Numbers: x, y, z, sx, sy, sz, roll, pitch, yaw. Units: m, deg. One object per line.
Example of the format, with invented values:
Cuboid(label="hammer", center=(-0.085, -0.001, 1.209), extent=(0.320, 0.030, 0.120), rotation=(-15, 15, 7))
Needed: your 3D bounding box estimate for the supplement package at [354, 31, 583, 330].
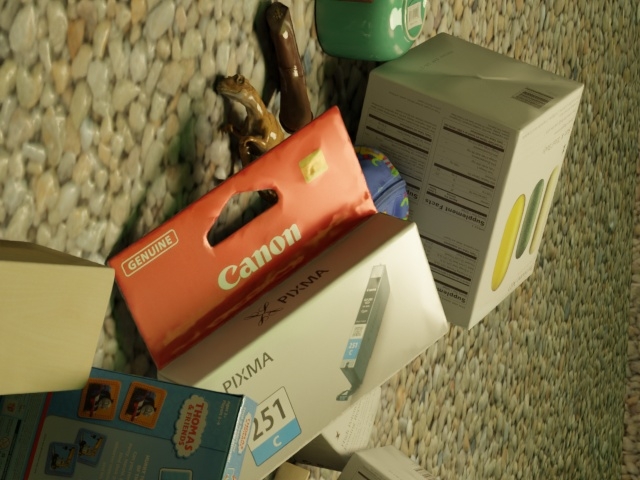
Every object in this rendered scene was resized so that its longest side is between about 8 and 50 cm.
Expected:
Cuboid(label="supplement package", center=(0.160, -0.075, 1.973), extent=(0.199, 0.198, 0.263), rotation=(-34, 142, -54))

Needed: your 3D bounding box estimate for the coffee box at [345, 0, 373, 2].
Cuboid(label="coffee box", center=(0.013, -0.384, 1.714), extent=(0.141, 0.098, 0.247), rotation=(23, 76, -67))

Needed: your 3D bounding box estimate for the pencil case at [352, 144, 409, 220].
Cuboid(label="pencil case", center=(0.000, 0.000, 1.788), extent=(0.306, 0.133, 0.119), rotation=(-46, 118, -57))

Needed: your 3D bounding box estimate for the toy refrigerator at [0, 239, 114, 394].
Cuboid(label="toy refrigerator", center=(-0.264, 0.052, 1.209), extent=(0.269, 0.094, 0.102), rotation=(6, 99, -68))

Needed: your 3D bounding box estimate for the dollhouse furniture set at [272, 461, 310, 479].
Cuboid(label="dollhouse furniture set", center=(-0.064, 0.311, 1.763), extent=(0.151, 0.144, 0.123), rotation=(87, 25, -64))

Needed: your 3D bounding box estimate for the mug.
Cuboid(label="mug", center=(0.068, -0.280, 1.891), extent=(0.129, 0.097, 0.158), rotation=(58, 46, -58))

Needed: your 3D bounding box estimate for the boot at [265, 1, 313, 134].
Cuboid(label="boot", center=(-0.034, -0.181, 1.731), extent=(0.106, 0.037, 0.114), rotation=(-102, -178, -47))

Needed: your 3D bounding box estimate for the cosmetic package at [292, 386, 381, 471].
Cuboid(label="cosmetic package", center=(-0.008, 0.173, 1.894), extent=(0.231, 0.085, 0.117), rotation=(57, 46, -61))

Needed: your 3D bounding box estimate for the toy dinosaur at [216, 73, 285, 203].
Cuboid(label="toy dinosaur", center=(-0.051, -0.091, 1.716), extent=(0.211, 0.064, 0.112), rotation=(60, 42, -58))

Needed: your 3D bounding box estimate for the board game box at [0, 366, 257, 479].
Cuboid(label="board game box", center=(-0.169, 0.184, 1.324), extent=(0.039, 0.211, 0.160), rotation=(42, 59, -64))

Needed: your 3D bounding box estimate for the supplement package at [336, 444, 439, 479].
Cuboid(label="supplement package", center=(0.049, 0.378, 1.929), extent=(0.244, 0.139, 0.134), rotation=(-57, 160, 9))

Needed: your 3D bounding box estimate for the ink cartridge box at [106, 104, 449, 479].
Cuboid(label="ink cartridge box", center=(-0.030, 0.056, 1.591), extent=(0.296, 0.066, 0.261), rotation=(-36, 122, -26))

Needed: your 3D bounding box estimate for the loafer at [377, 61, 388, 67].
Cuboid(label="loafer", center=(0.088, -0.164, 2.048), extent=(0.056, 0.050, 0.148), rotation=(16, 83, -68))
